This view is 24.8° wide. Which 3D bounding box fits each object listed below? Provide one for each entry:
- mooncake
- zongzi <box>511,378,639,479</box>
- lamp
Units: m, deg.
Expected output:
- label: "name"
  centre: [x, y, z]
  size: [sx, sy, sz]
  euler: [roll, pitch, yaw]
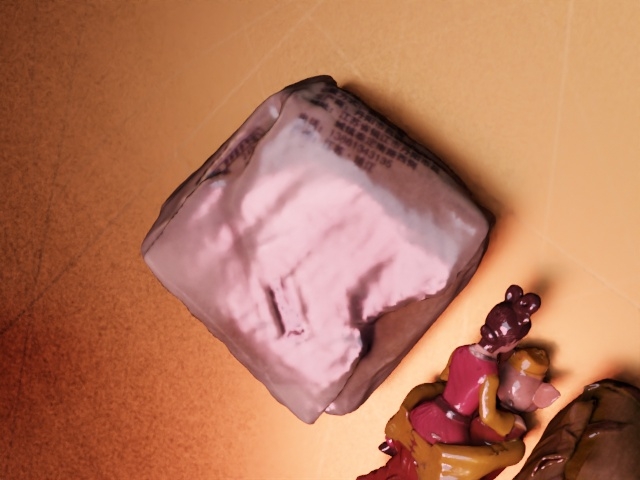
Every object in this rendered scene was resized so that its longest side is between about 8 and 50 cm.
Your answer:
- label: "mooncake"
  centre: [0.001, -0.002, 1.280]
  size: [0.254, 0.136, 0.250]
  euler: [43, 105, 4]
- label: "zongzi"
  centre: [0.246, 0.317, 1.126]
  size: [0.323, 0.360, 0.160]
  euler: [40, 132, 10]
- label: "lamp"
  centre: [0.132, 0.155, 1.271]
  size: [0.118, 0.118, 0.253]
  euler: [34, 99, 11]
